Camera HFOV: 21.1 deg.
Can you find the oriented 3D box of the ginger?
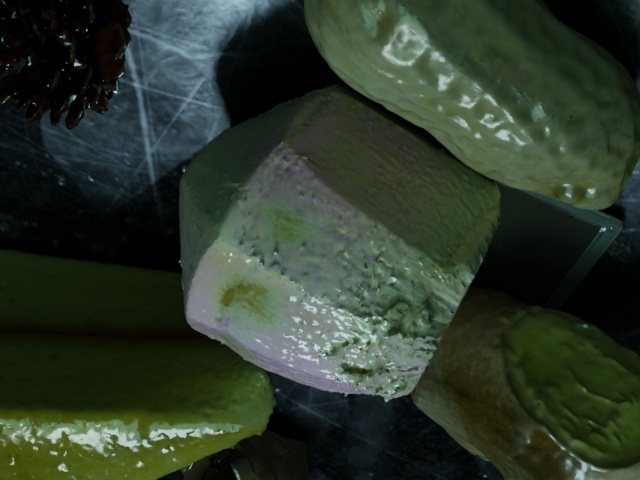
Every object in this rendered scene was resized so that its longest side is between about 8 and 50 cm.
[{"bbox_3d":[0.183,0.154,1.487,0.275,0.130,0.221,56,148,13],"label":"ginger"}]

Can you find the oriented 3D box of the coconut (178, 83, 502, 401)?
[{"bbox_3d":[0.000,0.000,1.380,0.245,0.233,0.233,27,129,-1],"label":"coconut"}]

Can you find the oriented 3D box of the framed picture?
[{"bbox_3d":[0.122,0.027,1.525,0.197,0.014,0.252,24,129,-9],"label":"framed picture"}]

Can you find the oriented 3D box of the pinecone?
[{"bbox_3d":[-0.216,-0.158,1.357,0.121,0.140,0.140,8,136,-33],"label":"pinecone"}]

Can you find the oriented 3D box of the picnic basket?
[{"bbox_3d":[-0.110,0.231,1.659,0.178,0.128,0.138,23,128,-21],"label":"picnic basket"}]

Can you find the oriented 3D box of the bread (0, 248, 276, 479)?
[{"bbox_3d":[-0.192,0.158,1.549,0.362,0.233,0.245,4,129,7],"label":"bread"}]

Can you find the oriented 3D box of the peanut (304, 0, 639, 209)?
[{"bbox_3d":[0.128,-0.134,1.307,0.313,0.152,0.152,33,127,-22],"label":"peanut"}]
